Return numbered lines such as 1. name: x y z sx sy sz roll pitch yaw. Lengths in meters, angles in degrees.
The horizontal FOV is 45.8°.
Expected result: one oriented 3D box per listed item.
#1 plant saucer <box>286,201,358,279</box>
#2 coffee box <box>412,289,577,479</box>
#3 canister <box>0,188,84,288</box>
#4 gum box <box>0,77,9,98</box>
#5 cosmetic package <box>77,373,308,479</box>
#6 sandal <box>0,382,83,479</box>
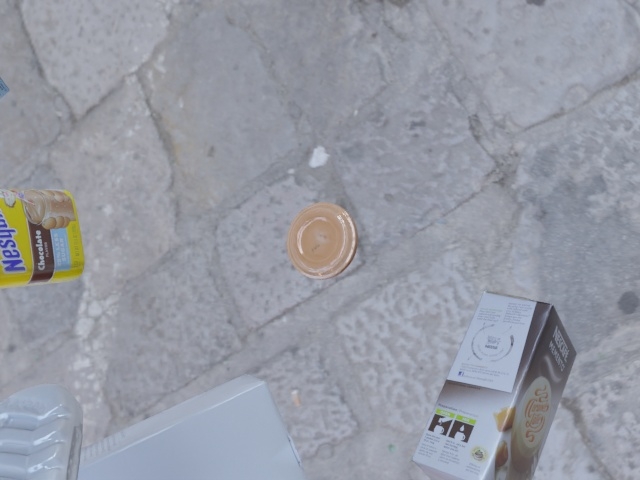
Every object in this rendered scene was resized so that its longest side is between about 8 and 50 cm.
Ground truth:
1. plant saucer: 0.000 0.000 0.807 0.084 0.013 0.083 -4 81 28
2. coffee box: 0.229 0.207 0.967 0.098 0.141 0.246 9 61 38
3. canister: -0.373 -0.003 0.897 0.073 0.170 0.126 -16 84 36
4. gum box: -0.365 -0.103 0.582 0.157 0.041 0.184 36 74 11
5. cosmetic package: -0.217 0.353 1.012 0.217 0.385 0.156 70 161 0
6. sandal: -0.284 0.328 0.707 0.169 0.102 0.416 -14 46 20
